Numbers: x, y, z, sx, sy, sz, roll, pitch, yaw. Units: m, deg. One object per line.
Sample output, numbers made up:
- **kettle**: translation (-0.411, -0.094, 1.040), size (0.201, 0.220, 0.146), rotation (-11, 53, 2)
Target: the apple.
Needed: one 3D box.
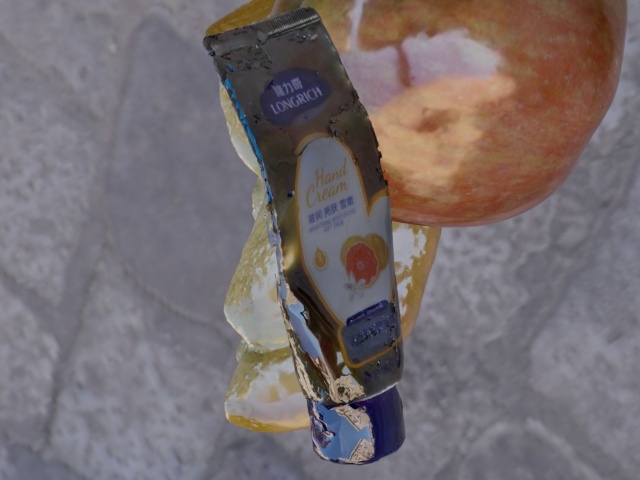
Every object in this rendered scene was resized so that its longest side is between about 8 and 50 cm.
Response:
- **apple**: translation (0.063, -0.101, 0.784), size (0.174, 0.188, 0.188), rotation (16, 133, -11)

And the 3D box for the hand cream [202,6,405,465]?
- **hand cream**: translation (0.000, 0.000, 0.546), size (0.039, 0.062, 0.163), rotation (2, 110, 45)

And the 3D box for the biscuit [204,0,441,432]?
- **biscuit**: translation (0.005, -0.026, 0.996), size (0.154, 0.045, 0.299), rotation (-4, 86, 14)
